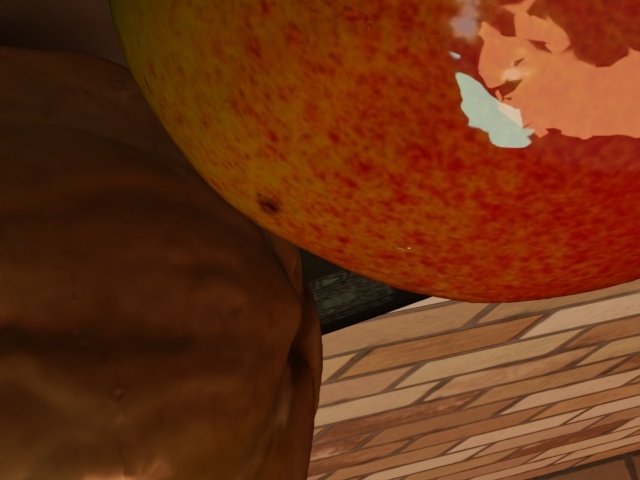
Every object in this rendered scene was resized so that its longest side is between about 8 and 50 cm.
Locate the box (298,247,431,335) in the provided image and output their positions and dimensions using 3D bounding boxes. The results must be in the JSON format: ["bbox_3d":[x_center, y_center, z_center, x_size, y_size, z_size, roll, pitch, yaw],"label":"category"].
[{"bbox_3d":[0.000,0.000,0.919,0.290,0.073,0.289,-19,164,4],"label":"box"}]

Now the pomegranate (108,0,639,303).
[{"bbox_3d":[0.031,-0.097,0.415,0.256,0.221,0.221,19,154,-10],"label":"pomegranate"}]

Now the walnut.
[{"bbox_3d":[-0.154,0.060,0.639,0.313,0.252,0.277,-10,165,9],"label":"walnut"}]
